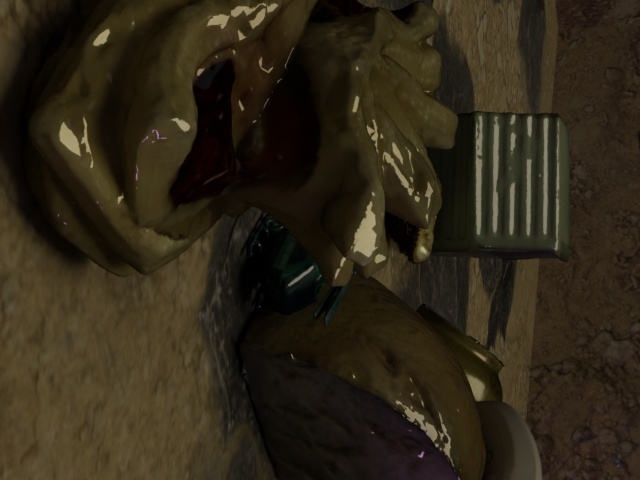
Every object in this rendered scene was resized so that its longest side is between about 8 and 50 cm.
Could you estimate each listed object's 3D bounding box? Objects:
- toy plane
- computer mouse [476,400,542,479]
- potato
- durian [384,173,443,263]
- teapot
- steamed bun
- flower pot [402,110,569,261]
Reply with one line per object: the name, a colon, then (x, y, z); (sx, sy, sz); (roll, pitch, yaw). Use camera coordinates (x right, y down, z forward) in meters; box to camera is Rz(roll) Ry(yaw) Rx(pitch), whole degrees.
toy plane: (0.000, 0.000, 1.075); (0.235, 0.096, 0.060); (-62, 150, -53)
computer mouse: (0.120, 0.298, 1.195); (0.121, 0.297, 0.184); (38, 15, -23)
potato: (0.061, 0.100, 1.126); (0.264, 0.189, 0.211); (-69, 154, -49)
durian: (0.110, -0.036, 1.488); (0.140, 0.071, 0.110); (87, 16, -66)
teapot: (0.108, 0.180, 1.394); (0.182, 0.173, 0.269); (-53, -178, -4)
steamed bun: (-0.016, -0.106, 0.817); (0.428, 0.189, 0.247); (-62, 150, -49)
flower pot: (0.226, -0.068, 1.633); (0.209, 0.239, 0.189); (165, -72, -77)
